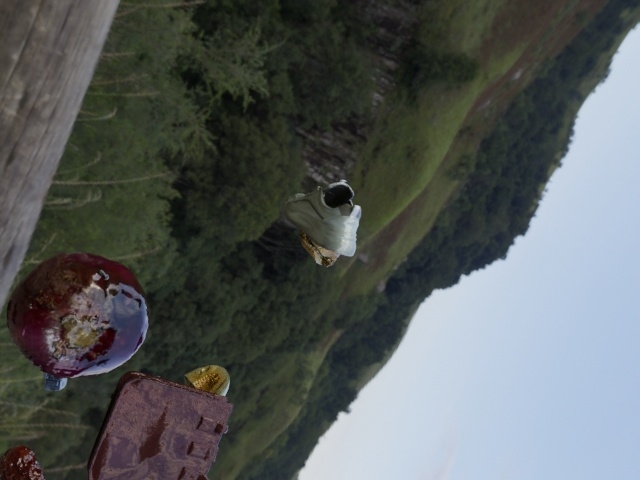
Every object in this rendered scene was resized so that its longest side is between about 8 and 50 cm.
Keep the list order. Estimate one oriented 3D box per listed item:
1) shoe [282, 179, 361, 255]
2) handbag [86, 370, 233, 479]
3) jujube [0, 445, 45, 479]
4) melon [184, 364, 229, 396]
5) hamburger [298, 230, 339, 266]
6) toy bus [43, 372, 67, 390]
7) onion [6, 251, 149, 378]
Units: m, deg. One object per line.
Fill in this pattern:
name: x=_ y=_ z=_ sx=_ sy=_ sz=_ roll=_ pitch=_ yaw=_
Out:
shoe: x=0.013 y=-0.089 z=1.418 sx=0.316 sy=0.124 sz=0.159 roll=46 pitch=-63 yaw=51
handbag: x=-0.364 y=0.455 z=1.302 sx=0.084 sy=0.276 sz=0.259 roll=-10 pitch=-119 yaw=62
jujube: x=-0.621 y=0.493 z=1.189 sx=0.077 sy=0.129 sz=0.077 roll=-41 pitch=163 yaw=-16
melon: x=-0.335 y=0.455 z=1.754 sx=0.128 sy=0.160 sz=0.079 roll=-36 pitch=132 yaw=-30
hamburger: x=0.000 y=0.000 z=1.693 sx=0.083 sy=0.147 sz=0.138 roll=-31 pitch=-163 yaw=25
toy bus: x=-0.899 y=0.413 z=1.947 sx=0.075 sy=0.064 sz=0.190 roll=167 pitch=-71 yaw=-88
onion: x=-0.650 y=0.181 z=1.537 sx=0.347 sy=0.348 sz=0.385 roll=-64 pitch=-150 yaw=2
